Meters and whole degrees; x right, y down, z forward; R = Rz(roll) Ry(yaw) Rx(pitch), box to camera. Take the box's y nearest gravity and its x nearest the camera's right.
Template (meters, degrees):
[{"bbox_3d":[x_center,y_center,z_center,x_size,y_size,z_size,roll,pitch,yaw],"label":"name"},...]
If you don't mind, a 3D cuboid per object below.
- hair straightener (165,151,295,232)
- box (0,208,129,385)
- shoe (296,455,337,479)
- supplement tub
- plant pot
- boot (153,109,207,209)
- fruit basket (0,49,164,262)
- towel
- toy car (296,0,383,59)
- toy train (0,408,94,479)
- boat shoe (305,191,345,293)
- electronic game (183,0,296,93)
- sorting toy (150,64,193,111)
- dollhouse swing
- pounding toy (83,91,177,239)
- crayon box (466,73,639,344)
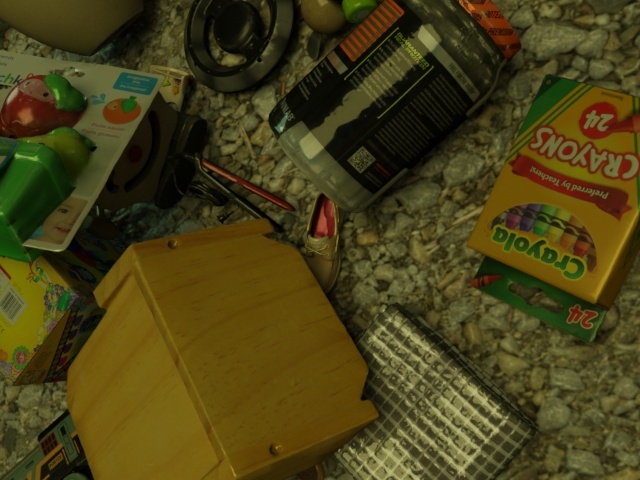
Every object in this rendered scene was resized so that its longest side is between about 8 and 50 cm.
[{"bbox_3d":[-0.160,-0.071,1.191,0.230,0.047,0.089,29,97,1],"label":"hair straightener"},{"bbox_3d":[-0.440,0.070,1.195,0.290,0.279,0.177,42,99,20],"label":"box"},{"bbox_3d":[-0.061,0.294,1.146,0.219,0.058,0.076,41,131,24],"label":"shoe"},{"bbox_3d":[0.106,-0.218,1.047,0.338,0.207,0.207,-41,71,13],"label":"supplement tub"},{"bbox_3d":[-0.425,-0.441,1.275,0.284,0.284,0.191,-36,107,15],"label":"plant pot"},{"bbox_3d":[-0.312,-0.176,1.282,0.208,0.076,0.190,25,93,20],"label":"boot"},{"bbox_3d":[-0.438,-0.153,1.038,0.327,0.165,0.353,11,60,10],"label":"fruit basket"},{"bbox_3d":[0.128,0.253,1.034,0.283,0.121,0.235,41,99,21],"label":"towel"},{"bbox_3d":[0.029,-0.379,1.161,0.188,0.149,0.155,-33,67,45],"label":"toy car"},{"bbox_3d":[-0.458,0.437,1.249,0.334,0.142,0.190,-42,59,15],"label":"toy train"},{"bbox_3d":[0.000,0.000,1.145,0.063,0.059,0.170,4,86,22],"label":"boat shoe"},{"bbox_3d":[-0.143,-0.367,1.247,0.229,0.048,0.229,-3,83,29],"label":"electronic game"},{"bbox_3d":[-0.264,-0.266,1.291,0.083,0.045,0.075,24,111,30],"label":"sorting toy"},{"bbox_3d":[-0.162,0.214,1.049,0.347,0.315,0.305,58,141,26],"label":"dollhouse swing"},{"bbox_3d":[-0.361,-0.138,1.184,0.155,0.154,0.270,19,92,27],"label":"pounding toy"},{"bbox_3d":[0.338,-0.046,0.979,0.202,0.081,0.319,26,95,37],"label":"crayon box"}]
